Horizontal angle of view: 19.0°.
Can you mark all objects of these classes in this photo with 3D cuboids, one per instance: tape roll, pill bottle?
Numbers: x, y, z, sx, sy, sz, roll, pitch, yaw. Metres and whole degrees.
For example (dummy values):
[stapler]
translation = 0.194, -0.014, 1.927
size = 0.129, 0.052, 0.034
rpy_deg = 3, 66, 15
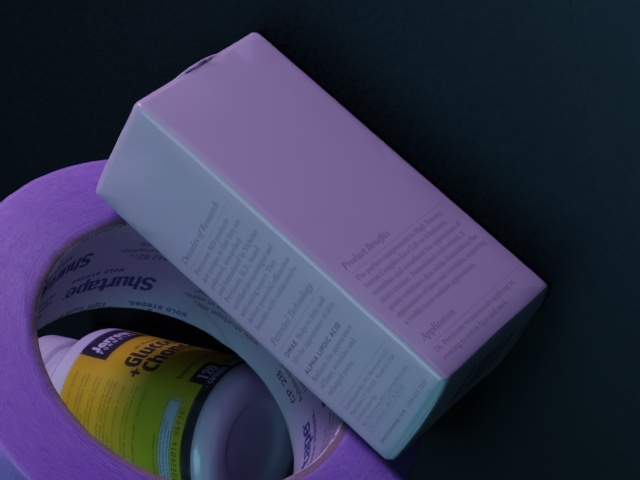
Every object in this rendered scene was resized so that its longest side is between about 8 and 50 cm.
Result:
[tape roll]
translation = -0.083, 0.085, 1.080
size = 0.275, 0.275, 0.090
rpy_deg = 42, 135, 10
[pill bottle]
translation = -0.114, 0.114, 1.245
size = 0.184, 0.103, 0.103
rpy_deg = 10, 122, 34

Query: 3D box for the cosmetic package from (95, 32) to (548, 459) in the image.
[cosmetic package]
translation = 0.000, 0.000, 1.074
size = 0.231, 0.117, 0.085
rpy_deg = 42, 133, 13
